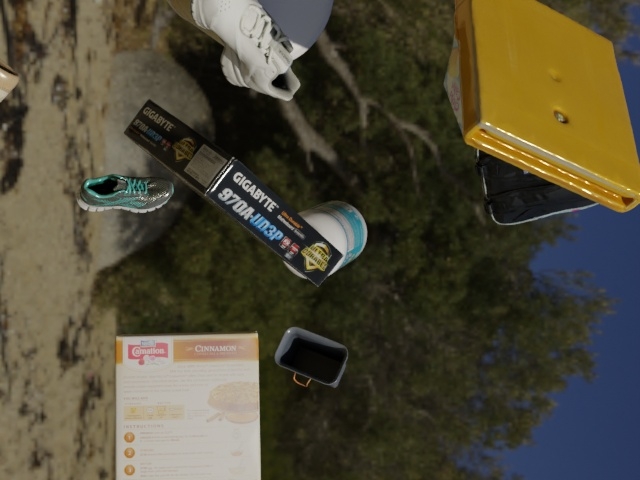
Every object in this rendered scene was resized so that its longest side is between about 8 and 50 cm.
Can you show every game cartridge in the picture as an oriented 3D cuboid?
[{"bbox_3d":[0.316,-0.218,1.354,0.052,0.285,0.323,-47,-150,44],"label":"game cartridge"}]

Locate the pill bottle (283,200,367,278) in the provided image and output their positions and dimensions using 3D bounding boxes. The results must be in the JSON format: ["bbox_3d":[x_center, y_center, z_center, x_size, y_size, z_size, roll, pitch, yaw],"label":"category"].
[{"bbox_3d":[0.000,0.000,2.026,0.264,0.146,0.146,-26,118,-70],"label":"pill bottle"}]

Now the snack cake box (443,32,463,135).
[{"bbox_3d":[0.350,-0.342,2.114,0.264,0.089,0.152,-98,-166,-51],"label":"snack cake box"}]

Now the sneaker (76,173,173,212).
[{"bbox_3d":[-0.336,-0.085,1.648,0.076,0.166,0.065,122,-42,-70],"label":"sneaker"}]

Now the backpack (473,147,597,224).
[{"bbox_3d":[0.435,-0.161,1.842,0.191,0.253,0.225,-74,151,-52],"label":"backpack"}]

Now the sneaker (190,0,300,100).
[{"bbox_3d":[-0.103,-0.323,1.474,0.111,0.129,0.297,-55,156,-11],"label":"sneaker"}]

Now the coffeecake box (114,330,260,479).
[{"bbox_3d":[-0.132,0.186,0.968,0.068,0.142,0.185,137,-48,-83],"label":"coffeecake box"}]

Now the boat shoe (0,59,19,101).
[{"bbox_3d":[-0.628,-0.350,1.515,0.341,0.110,0.121,46,10,-18],"label":"boat shoe"}]

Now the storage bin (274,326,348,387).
[{"bbox_3d":[-0.013,0.244,1.883,0.091,0.135,0.098,67,45,-65],"label":"storage bin"}]

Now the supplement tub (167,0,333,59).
[{"bbox_3d":[-0.148,-0.468,1.706,0.316,0.228,0.228,41,-43,41],"label":"supplement tub"}]

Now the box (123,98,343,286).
[{"bbox_3d":[-0.093,-0.050,1.053,0.051,0.220,0.175,-52,-133,-3],"label":"box"}]
